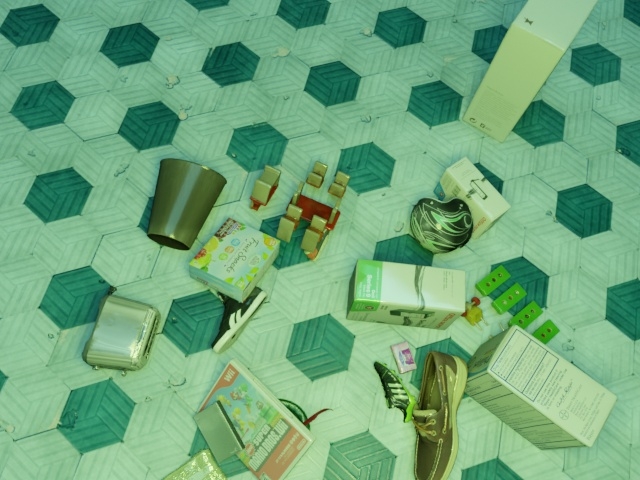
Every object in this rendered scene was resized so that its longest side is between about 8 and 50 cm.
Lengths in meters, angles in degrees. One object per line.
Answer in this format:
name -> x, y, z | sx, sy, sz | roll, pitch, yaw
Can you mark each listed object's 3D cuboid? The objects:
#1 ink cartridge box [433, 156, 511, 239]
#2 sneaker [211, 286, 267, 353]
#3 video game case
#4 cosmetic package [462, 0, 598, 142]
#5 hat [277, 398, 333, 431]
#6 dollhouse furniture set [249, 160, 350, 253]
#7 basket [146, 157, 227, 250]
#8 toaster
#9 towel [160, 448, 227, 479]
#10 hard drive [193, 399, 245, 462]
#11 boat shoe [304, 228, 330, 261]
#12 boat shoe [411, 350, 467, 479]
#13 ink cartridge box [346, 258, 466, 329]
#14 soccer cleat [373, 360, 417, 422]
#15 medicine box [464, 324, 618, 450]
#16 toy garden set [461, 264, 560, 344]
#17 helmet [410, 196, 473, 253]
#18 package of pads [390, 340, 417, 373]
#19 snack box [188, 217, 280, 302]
ink cartridge box -> 0.448, -0.124, 1.688 | 0.086, 0.148, 0.203 | -33, 75, -18
sneaker -> -0.256, 0.200, 1.563 | 0.121, 0.079, 0.217 | 33, 62, 13
video game case -> -0.167, 0.459, 1.410 | 0.285, 0.025, 0.204 | 41, 113, 17
cosmetic package -> 0.607, -0.523, 1.690 | 0.161, 0.453, 0.230 | 33, 71, 10
hat -> -0.102, 0.465, 1.404 | 0.173, 0.183, 0.208 | 35, 71, 10
dollhouse furniture set -> -0.069, -0.108, 1.659 | 0.259, 0.135, 0.262 | 24, 51, 3
basket -> -0.403, -0.098, 1.631 | 0.204, 0.154, 0.226 | 15, 72, 4
toaster -> -0.519, 0.241, 1.501 | 0.147, 0.129, 0.226 | 13, 66, -2
towel -> -0.319, 0.608, 1.420 | 0.148, 0.027, 0.110 | -34, 75, -15
hard drive -> -0.257, 0.485, 1.432 | 0.094, 0.022, 0.135 | -36, 80, 27
boat shoe -> 0.000, 0.000, 1.669 | 0.043, 0.049, 0.137 | 48, 56, -26
boat shoe -> 0.278, 0.449, 1.435 | 0.123, 0.123, 0.341 | 23, 75, -28
ink cartridge box -> 0.226, 0.150, 1.533 | 0.289, 0.211, 0.121 | 6, 68, -1
soccer cleat -> 0.194, 0.404, 1.514 | 0.072, 0.060, 0.179 | -37, 78, -14
medicine box -> 0.531, 0.380, 1.433 | 0.289, 0.263, 0.149 | 37, 70, 10
toy garden set -> 0.520, 0.222, 1.605 | 0.204, 0.049, 0.244 | -33, 75, -23
helmet -> 0.344, -0.046, 1.646 | 0.162, 0.169, 0.169 | -9, 69, -23
package of pads -> 0.229, 0.323, 1.562 | 0.050, 0.032, 0.083 | -16, 70, -8
snack box -> -0.236, 0.051, 1.582 | 0.175, 0.070, 0.207 | 25, 51, 12
